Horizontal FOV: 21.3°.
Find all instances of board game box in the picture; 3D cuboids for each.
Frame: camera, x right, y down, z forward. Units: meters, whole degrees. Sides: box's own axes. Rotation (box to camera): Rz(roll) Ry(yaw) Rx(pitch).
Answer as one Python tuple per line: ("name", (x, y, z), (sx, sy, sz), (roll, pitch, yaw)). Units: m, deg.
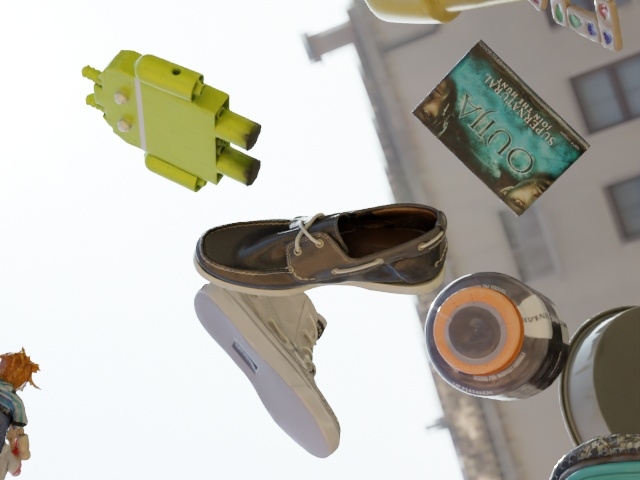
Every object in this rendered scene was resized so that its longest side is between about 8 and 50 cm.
("board game box", (0.218, -0.135, 2.065), (0.186, 0.126, 0.026), (44, -154, 3))

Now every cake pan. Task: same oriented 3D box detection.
("cake pan", (0.440, 0.206, 2.137), (0.293, 0.054, 0.293), (11, -120, -19))

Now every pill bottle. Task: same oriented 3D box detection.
("pill bottle", (0.184, 0.102, 1.782), (0.245, 0.130, 0.130), (23, -130, -74))

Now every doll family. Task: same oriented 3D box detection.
("doll family", (-0.355, 0.165, 1.696), (0.263, 0.118, 0.163), (49, -133, -35))

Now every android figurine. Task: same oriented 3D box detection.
("android figurine", (-0.209, -0.168, 2.348), (0.056, 0.273, 0.248), (-58, -14, -30))

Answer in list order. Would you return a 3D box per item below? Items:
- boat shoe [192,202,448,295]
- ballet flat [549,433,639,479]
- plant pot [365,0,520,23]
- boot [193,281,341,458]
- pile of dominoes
("boat shoe", (0.000, 0.000, 1.542), (0.079, 0.233, 0.084), (92, 178, -54))
("ballet flat", (0.414, 0.196, 1.297), (0.182, 0.483, 0.164), (-15, -80, -55))
("plant pot", (0.190, -0.376, 1.978), (0.254, 0.239, 0.254), (7, -90, -66))
("boot", (-0.031, 0.131, 2.041), (0.123, 0.095, 0.258), (-30, -105, -31))
("pile of dominoes", (0.224, -0.327, 1.764), (0.196, 0.040, 0.251), (38, 149, 54))
